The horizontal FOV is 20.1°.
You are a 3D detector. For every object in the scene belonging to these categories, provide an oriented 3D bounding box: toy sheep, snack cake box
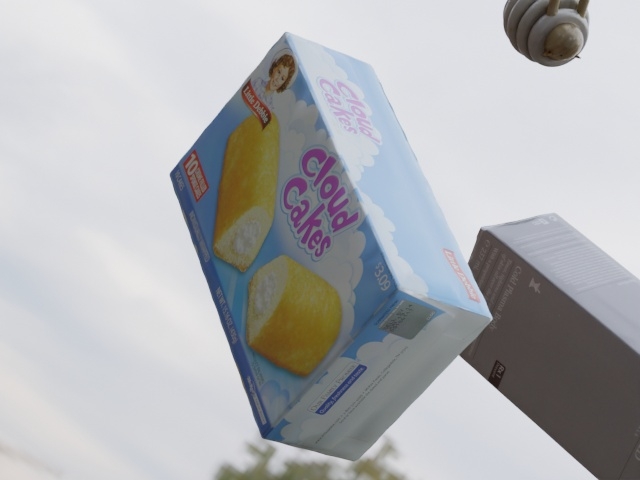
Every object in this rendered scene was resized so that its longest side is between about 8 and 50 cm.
[{"bbox_3d":[0.220,-0.219,1.771,0.091,0.091,0.132,47,10,-38],"label":"toy sheep"},{"bbox_3d":[0.000,0.000,1.246,0.089,0.152,0.264,19,34,-36],"label":"snack cake box"}]

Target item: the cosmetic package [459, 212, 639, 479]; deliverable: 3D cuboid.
[{"bbox_3d":[0.225,0.095,1.496,0.238,0.107,0.127,42,-53,36],"label":"cosmetic package"}]
